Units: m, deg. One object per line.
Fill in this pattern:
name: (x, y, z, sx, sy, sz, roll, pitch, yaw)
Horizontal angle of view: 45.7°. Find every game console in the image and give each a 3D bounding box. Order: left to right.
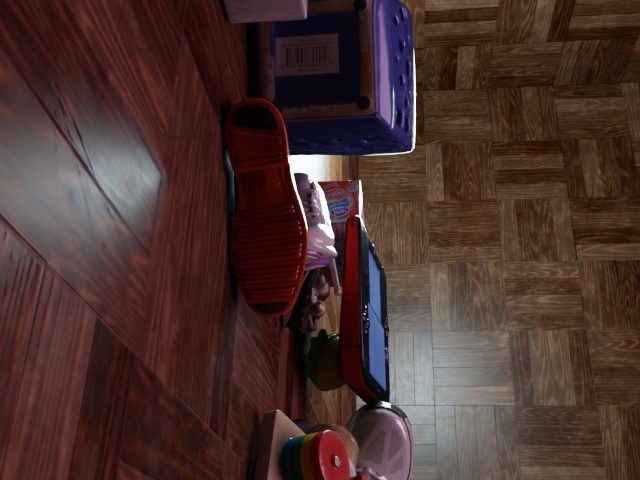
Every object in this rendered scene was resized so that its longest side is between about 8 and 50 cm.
game console: (0.106, 0.168, 1.634, 0.386, 0.060, 0.341, 60, 32, -65)

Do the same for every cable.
cable: (-0.003, 0.136, 1.560, 0.287, 0.072, 0.139, 66, 20, -71)

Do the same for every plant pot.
plant pot: (0.015, -0.253, 1.144, 0.212, 0.236, 0.235, -6, 96, -77)

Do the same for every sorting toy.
sorting toy: (0.011, 0.399, 1.047, 0.255, 0.089, 0.257, 51, 30, -36)

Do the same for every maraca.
maraca: (0.014, 0.254, 1.615, 0.186, 0.099, 0.127, 42, 63, -56)

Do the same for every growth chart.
growth chart: (0.000, 0.000, 1.514, 0.237, 0.021, 0.172, -118, -168, -61)

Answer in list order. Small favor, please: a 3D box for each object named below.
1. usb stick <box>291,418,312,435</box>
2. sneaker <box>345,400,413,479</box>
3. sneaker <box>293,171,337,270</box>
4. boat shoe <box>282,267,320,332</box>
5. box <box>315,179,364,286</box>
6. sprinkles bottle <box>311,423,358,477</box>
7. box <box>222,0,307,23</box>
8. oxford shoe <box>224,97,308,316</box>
usb stick: (-0.048, 0.334, 1.244, 0.278, 0.045, 0.077, 59, 26, -76)
sneaker: (0.080, 0.563, 1.522, 0.257, 0.169, 0.447, -39, 144, -80)
sneaker: (-0.042, -0.029, 1.188, 0.305, 0.114, 0.152, -107, -173, -85)
boat shoe: (-0.023, 0.096, 1.317, 0.049, 0.042, 0.133, -29, 140, -82)
box: (0.041, -0.012, 1.770, 0.257, 0.123, 0.128, 80, 10, -52)
sprinkles bottle: (0.001, 0.462, 1.323, 0.355, 0.121, 0.121, -73, 161, -72)
box: (-0.069, -0.331, 0.922, 0.087, 0.102, 0.101, 81, 9, -64)
oxford shoe: (-0.064, -0.041, 0.961, 0.098, 0.097, 0.271, -89, 177, -83)
